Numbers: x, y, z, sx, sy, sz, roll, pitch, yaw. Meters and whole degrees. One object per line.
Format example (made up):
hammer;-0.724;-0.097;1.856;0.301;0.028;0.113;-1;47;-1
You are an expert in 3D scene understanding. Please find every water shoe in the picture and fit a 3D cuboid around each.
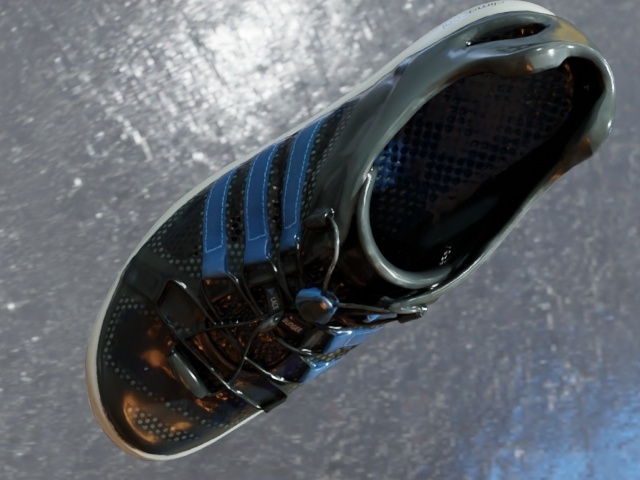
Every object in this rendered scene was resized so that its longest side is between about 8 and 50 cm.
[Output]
water shoe;0.000;0.000;0.394;0.203;0.080;0.073;-43;101;9
